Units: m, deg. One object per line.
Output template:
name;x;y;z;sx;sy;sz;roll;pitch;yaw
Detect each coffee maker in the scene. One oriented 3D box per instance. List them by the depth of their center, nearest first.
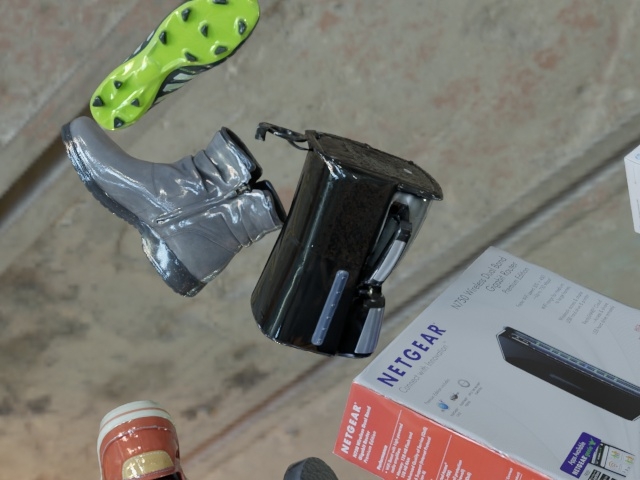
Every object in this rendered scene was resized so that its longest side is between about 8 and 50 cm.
coffee maker;0.000;0.000;1.102;0.171;0.120;0.178;24;107;4

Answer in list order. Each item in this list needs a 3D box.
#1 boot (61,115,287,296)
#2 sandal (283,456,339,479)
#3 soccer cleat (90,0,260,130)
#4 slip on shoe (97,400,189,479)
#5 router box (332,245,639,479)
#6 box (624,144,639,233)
boot;-0.214;-0.103;1.849;0.222;0.338;0.118;-40;-178;17
sandal;-0.025;0.301;1.088;0.054;0.254;0.097;-19;128;25
soccer cleat;-0.126;-0.161;1.059;0.179;0.072;0.060;-35;103;15
slip on shoe;-0.204;0.319;1.478;0.123;0.101;0.331;-14;143;-13
router box;0.220;0.152;1.110;0.301;0.335;0.082;24;120;18
box;0.524;-0.111;1.782;0.186;0.038;0.145;-39;133;-20
